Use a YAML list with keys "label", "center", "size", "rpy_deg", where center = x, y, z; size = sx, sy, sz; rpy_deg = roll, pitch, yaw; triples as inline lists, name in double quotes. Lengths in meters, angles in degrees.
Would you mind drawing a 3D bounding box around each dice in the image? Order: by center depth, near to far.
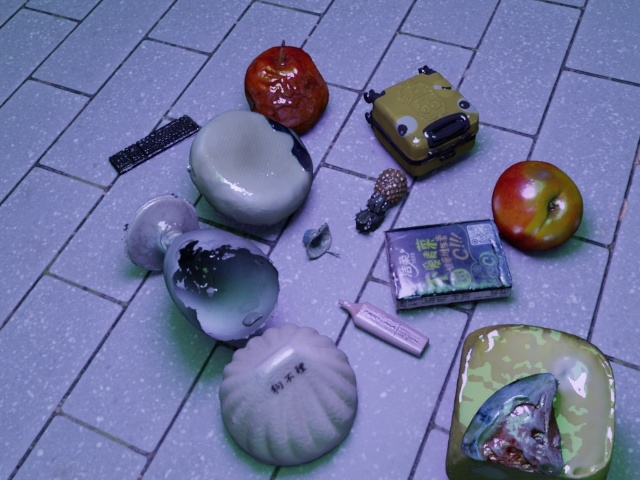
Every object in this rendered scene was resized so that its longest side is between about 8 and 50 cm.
- label: "dice"
  center: [0.333, 0.289, 1.101]
  size: [0.233, 0.227, 0.238]
  rpy_deg: [9, 59, 12]

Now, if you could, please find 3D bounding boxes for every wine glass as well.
- label: "wine glass"
  center: [-0.231, 0.046, 1.306]
  size: [0.190, 0.191, 0.357]
  rpy_deg: [-37, 40, -18]

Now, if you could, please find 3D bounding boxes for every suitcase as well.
- label: "suitcase"
  center: [0.231, -0.266, 1.542]
  size: [0.193, 0.143, 0.235]
  rpy_deg: [-26, 56, -13]

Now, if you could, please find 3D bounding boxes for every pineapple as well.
- label: "pineapple"
  center: [0.128, -0.084, 1.475]
  size: [0.074, 0.074, 0.159]
  rpy_deg: [26, 67, 21]

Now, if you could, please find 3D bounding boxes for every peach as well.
- label: "peach"
  center: [0.444, -0.071, 1.406]
  size: [0.190, 0.192, 0.190]
  rpy_deg: [0, 93, -3]

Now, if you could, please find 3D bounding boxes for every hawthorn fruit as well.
- label: "hawthorn fruit"
  center: [-0.088, -0.377, 1.589]
  size: [0.207, 0.243, 0.208]
  rpy_deg: [-1, 57, 2]

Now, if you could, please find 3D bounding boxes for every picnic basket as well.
- label: "picnic basket"
  center: [0.000, 0.000, 1.432]
  size: [0.083, 0.065, 0.083]
  rpy_deg: [21, 54, 38]

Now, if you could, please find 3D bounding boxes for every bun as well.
- label: "bun"
  center: [-0.063, 0.251, 1.200]
  size: [0.262, 0.175, 0.263]
  rpy_deg: [-3, 57, 5]
- label: "bun"
  center: [-0.158, -0.140, 1.486]
  size: [0.283, 0.179, 0.283]
  rpy_deg: [10, 53, -13]

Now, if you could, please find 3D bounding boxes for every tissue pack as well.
- label: "tissue pack"
  center: [0.254, 0.047, 1.368]
  size: [0.235, 0.073, 0.174]
  rpy_deg: [-7, 55, 1]

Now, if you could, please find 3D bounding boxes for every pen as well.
- label: "pen"
  center: [0.119, 0.163, 1.327]
  size: [0.197, 0.032, 0.053]
  rpy_deg: [26, 62, 20]

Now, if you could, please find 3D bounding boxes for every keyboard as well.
- label: "keyboard"
  center: [-0.408, -0.241, 1.660]
  size: [0.231, 0.023, 0.072]
  rpy_deg: [-33, 57, -16]

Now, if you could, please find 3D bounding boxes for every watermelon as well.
- label: "watermelon"
  center: [0.296, 0.264, 0.953]
  size: [0.187, 0.071, 0.139]
  rpy_deg: [-36, 67, -16]
